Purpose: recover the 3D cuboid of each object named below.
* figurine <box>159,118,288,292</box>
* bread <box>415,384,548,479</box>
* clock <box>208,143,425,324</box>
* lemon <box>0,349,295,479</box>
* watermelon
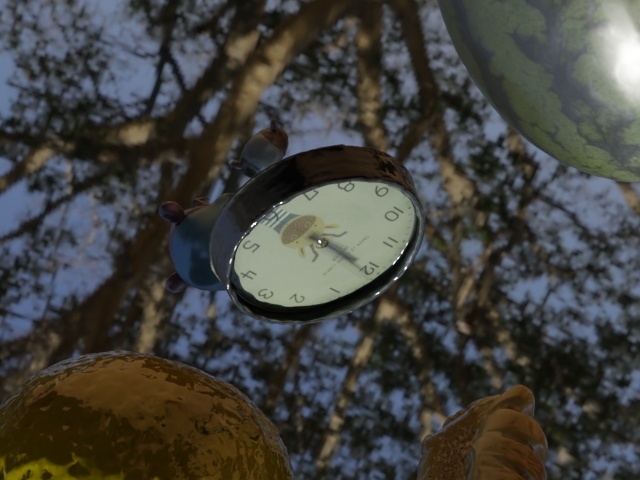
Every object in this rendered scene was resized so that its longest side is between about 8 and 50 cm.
[{"bbox_3d":[-0.053,-0.030,1.407,0.260,0.205,0.103,-12,-144,-24],"label":"figurine"},{"bbox_3d":[0.177,0.317,1.414,0.121,0.173,0.311,41,-142,-18],"label":"bread"},{"bbox_3d":[0.000,0.000,1.033,0.184,0.184,0.040,11,-140,-36],"label":"clock"},{"bbox_3d":[-0.206,0.283,1.290,0.387,0.350,0.350,1,-177,32],"label":"lemon"},{"bbox_3d":[0.209,-0.193,0.805,0.279,0.359,0.279,-20,-165,6],"label":"watermelon"}]
